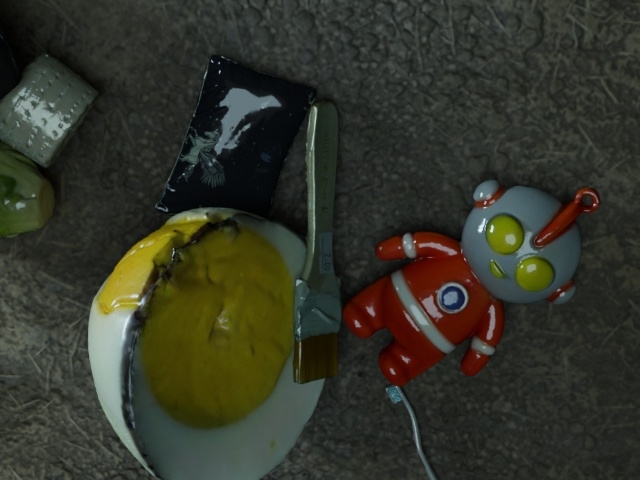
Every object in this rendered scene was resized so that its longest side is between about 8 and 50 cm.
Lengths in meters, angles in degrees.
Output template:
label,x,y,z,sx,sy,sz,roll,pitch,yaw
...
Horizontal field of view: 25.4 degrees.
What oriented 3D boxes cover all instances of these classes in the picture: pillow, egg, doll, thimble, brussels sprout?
label,x,y,z,sx,sy,sz,roll,pitch,yaw
pillow,-0.102,-0.108,1.697,0.141,0.055,0.208,17,110,-8
egg,-0.154,0.123,1.684,0.201,0.337,0.337,6,114,48
doll,0.190,0.042,1.684,0.336,0.105,0.200,-34,94,16
thimble,-0.328,-0.155,1.678,0.090,0.102,0.115,36,77,-7
brussels sprout,-0.419,-0.056,1.704,0.183,0.131,0.145,-21,110,15

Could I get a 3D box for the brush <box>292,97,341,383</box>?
label,x,y,z,sx,sy,sz,roll,pitch,yaw
brush,0.000,0.000,1.683,0.020,0.085,0.336,4,95,43

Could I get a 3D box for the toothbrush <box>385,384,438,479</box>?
label,x,y,z,sx,sy,sz,roll,pitch,yaw
toothbrush,0.133,0.270,1.809,0.022,0.017,0.204,-25,103,2

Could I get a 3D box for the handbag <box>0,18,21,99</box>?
label,x,y,z,sx,sy,sz,roll,pitch,yaw
handbag,-0.530,-0.218,1.634,0.342,0.152,0.288,-37,66,14
